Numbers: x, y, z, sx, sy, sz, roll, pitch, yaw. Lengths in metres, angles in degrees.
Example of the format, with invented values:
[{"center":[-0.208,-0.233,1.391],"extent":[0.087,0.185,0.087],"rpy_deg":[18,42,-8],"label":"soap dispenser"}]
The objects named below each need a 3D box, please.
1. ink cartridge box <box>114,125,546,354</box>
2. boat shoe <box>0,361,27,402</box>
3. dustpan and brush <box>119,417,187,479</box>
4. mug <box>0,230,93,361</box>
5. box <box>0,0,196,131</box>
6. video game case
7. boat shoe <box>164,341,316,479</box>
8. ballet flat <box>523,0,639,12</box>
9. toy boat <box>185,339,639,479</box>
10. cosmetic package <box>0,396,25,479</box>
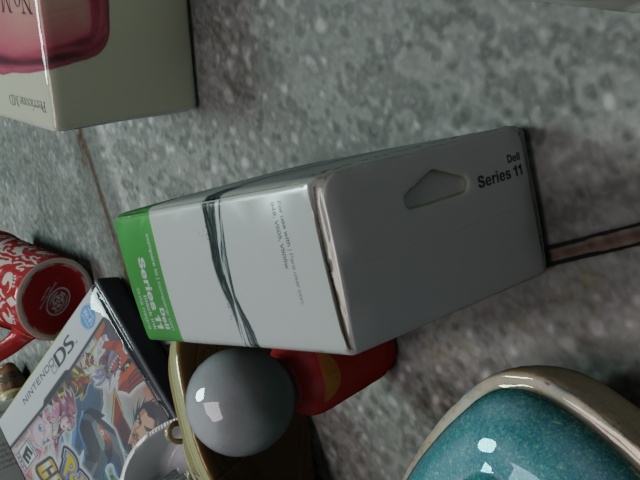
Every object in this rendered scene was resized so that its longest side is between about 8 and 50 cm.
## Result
[{"center":[0.000,0.000,0.518],"extent":[0.208,0.153,0.087],"rpy_deg":[-5,100,54],"label":"ink cartridge box"},{"center":[-0.459,0.222,1.275],"extent":[0.178,0.064,0.060],"rpy_deg":[-36,70,45],"label":"boat shoe"},{"center":[-0.150,0.228,0.803],"extent":[0.211,0.060,0.147],"rpy_deg":[-9,86,37],"label":"dustpan and brush"},{"center":[-0.338,0.071,1.016],"extent":[0.169,0.113,0.150],"rpy_deg":[9,99,46],"label":"mug"},{"center":[-0.198,-0.215,0.708],"extent":[0.148,0.127,0.232],"rpy_deg":[18,117,47],"label":"box"},{"center":[-0.214,0.220,0.913],"extent":[0.248,0.035,0.275],"rpy_deg":[-50,62,27],"label":"video game case"},{"center":[-0.056,0.195,0.707],"extent":[0.089,0.104,0.285],"rpy_deg":[-27,83,50],"label":"boat shoe"},{"center":[0.008,-0.188,0.453],"extent":[0.400,0.139,0.139],"rpy_deg":[27,124,45],"label":"ballet flat"},{"center":[0.059,0.160,0.508],"extent":[0.318,0.148,0.267],"rpy_deg":[41,133,35],"label":"toy boat"},{"center":[-0.381,0.399,1.131],"extent":[0.365,0.197,0.155],"rpy_deg":[62,142,17],"label":"cosmetic package"}]
